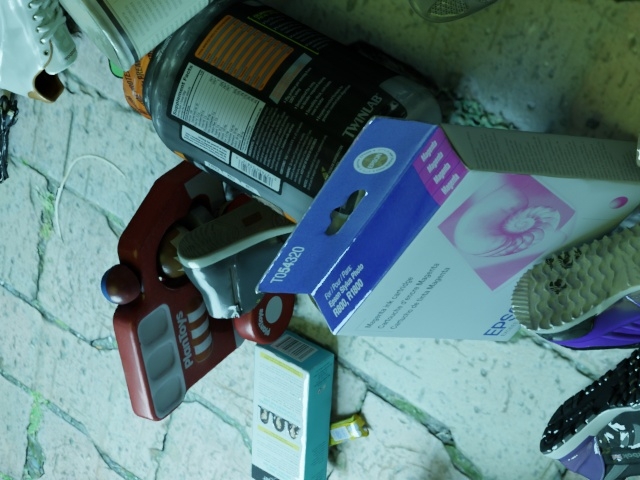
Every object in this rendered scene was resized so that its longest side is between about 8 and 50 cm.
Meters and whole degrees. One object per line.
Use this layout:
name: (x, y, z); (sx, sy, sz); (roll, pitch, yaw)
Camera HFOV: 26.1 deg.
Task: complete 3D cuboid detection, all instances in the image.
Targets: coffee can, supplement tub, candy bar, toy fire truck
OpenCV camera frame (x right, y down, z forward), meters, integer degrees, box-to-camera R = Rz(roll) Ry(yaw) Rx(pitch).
coffee can: (-0.161, -0.340, 1.449); (0.201, 0.275, 0.201); (49, 172, 9)
supplement tub: (-0.048, -0.149, 1.592); (0.338, 0.207, 0.207); (30, 134, 20)
candy bar: (0.010, 0.280, 1.992); (0.161, 0.018, 0.040); (-23, 100, 46)
toy fire truck: (-0.178, 0.058, 1.812); (0.169, 0.254, 0.302); (14, 128, 31)

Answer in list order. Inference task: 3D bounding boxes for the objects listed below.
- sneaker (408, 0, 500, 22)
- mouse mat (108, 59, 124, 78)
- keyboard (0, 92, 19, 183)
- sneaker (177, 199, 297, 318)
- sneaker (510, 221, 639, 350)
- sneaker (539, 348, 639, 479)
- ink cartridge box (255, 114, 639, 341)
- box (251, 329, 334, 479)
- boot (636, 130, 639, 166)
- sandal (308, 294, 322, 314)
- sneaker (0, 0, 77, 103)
sneaker: (0.174, -0.296, 1.371); (0.105, 0.115, 0.281); (53, 137, -5)
mouse mat: (-0.213, -0.263, 1.793); (0.189, 0.007, 0.153); (18, 129, 31)
keyboard: (-0.527, -0.184, 2.090); (0.201, 0.033, 0.317); (40, 138, 19)
sneaker: (-0.059, 0.011, 1.726); (0.083, 0.222, 0.118); (-111, 0, -49)
sneaker: (0.365, 0.051, 1.487); (0.293, 0.102, 0.146); (-17, 146, 26)
sneaker: (0.384, 0.202, 1.590); (0.124, 0.107, 0.283); (36, 142, -7)
ink cartridge box: (0.139, 0.001, 1.489); (0.324, 0.330, 0.071); (-55, 41, 47)
box: (-0.041, 0.253, 1.963); (0.100, 0.060, 0.244); (25, 128, 31)
boot: (0.415, -0.157, 1.299); (0.211, 0.104, 0.295); (16, 133, 24)
sandal: (0.000, 0.000, 1.767); (0.090, 0.060, 0.219); (-35, 80, 20)
sneaker: (-0.372, -0.303, 1.838); (0.123, 0.106, 0.290); (26, 141, 9)
